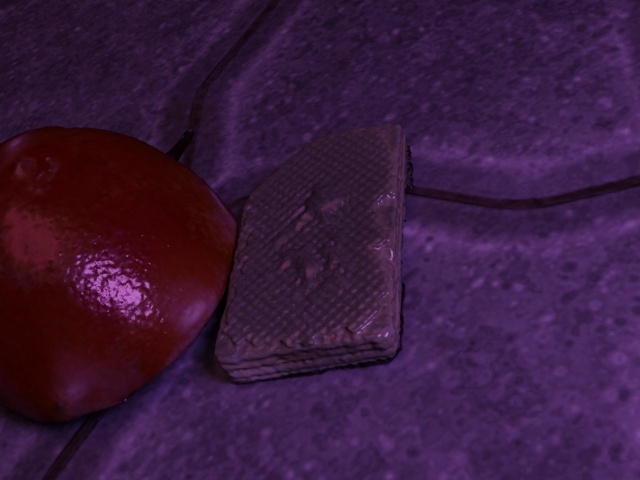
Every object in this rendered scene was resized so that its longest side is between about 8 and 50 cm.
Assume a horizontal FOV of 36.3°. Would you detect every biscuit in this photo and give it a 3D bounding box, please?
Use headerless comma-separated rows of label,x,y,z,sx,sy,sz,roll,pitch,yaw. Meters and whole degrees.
biscuit,0.000,0.000,0.836,0.150,0.052,0.252,-9,45,19

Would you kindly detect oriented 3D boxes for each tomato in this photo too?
tomato,-0.235,-0.001,0.860,0.309,0.170,0.309,-19,38,16
